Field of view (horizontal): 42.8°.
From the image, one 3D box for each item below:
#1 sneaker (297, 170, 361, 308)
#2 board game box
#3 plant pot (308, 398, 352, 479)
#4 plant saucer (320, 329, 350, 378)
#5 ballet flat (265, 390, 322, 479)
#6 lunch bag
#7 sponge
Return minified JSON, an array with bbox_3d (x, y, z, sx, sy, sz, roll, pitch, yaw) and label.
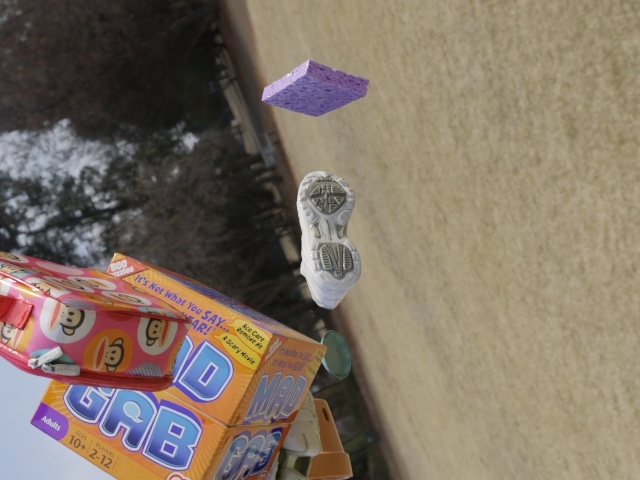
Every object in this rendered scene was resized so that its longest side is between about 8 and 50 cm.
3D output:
[{"bbox_3d":[0.000,0.000,1.221,0.115,0.090,0.232,112,162,-50],"label":"sneaker"},{"bbox_3d":[-0.258,0.282,1.609,0.357,0.356,0.356,25,177,19],"label":"board game box"},{"bbox_3d":[-0.072,0.527,2.120,0.291,0.291,0.203,74,-171,-72],"label":"plant pot"},{"bbox_3d":[0.031,0.277,1.972,0.119,0.021,0.119,38,-139,-41],"label":"plant saucer"},{"bbox_3d":[-0.058,0.499,1.786,0.147,0.147,0.408,74,-155,-70],"label":"ballet flat"},{"bbox_3d":[-0.336,0.091,1.020,0.293,0.120,0.258,17,178,37],"label":"lunch bag"},{"bbox_3d":[-0.013,-0.263,1.440,0.210,0.117,0.031,-6,73,66],"label":"sponge"}]
